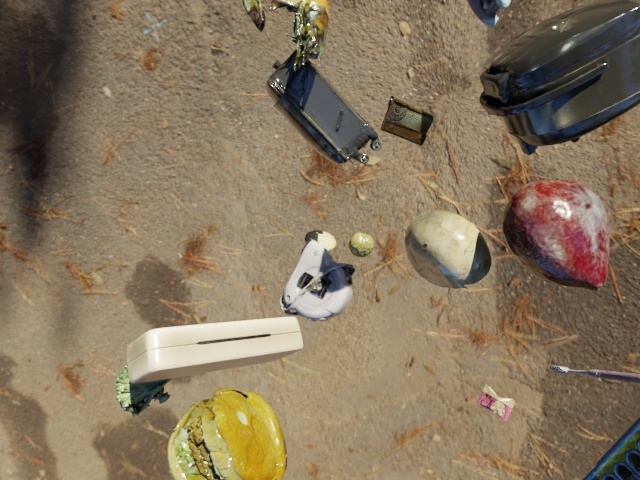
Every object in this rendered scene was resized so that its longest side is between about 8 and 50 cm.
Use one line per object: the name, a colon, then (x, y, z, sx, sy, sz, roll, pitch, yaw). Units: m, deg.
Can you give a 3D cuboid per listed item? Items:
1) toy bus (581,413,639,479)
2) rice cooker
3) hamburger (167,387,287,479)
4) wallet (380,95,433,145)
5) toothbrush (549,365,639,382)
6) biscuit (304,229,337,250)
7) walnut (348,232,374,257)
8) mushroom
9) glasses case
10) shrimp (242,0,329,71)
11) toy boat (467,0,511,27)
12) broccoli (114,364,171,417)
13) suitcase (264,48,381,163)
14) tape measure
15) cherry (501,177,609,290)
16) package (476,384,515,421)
toy bus: (0.586, 0.360, 0.681, 0.138, 0.175, 0.287, -1, 124, -26)
rice cooker: (0.237, -0.158, 0.399, 0.165, 0.112, 0.106, -35, 113, 15)
hamburger: (-0.138, 0.308, 0.627, 0.114, 0.185, 0.177, -29, 125, 14)
wallet: (0.341, -0.460, 1.669, 0.039, 0.243, 0.132, 35, 110, 48)
toothbrush: (0.795, 0.381, 1.224, 0.029, 0.354, 0.024, 14, 76, -12)
biscuit: (0.000, 0.000, 1.973, 0.152, 0.152, 0.020, 22, 130, 9)
walnut: (0.137, 0.015, 1.435, 0.092, 0.092, 0.091, 5, 109, 15)
mushroom: (0.347, -0.002, 1.185, 0.254, 0.195, 0.188, 26, 152, 52)
glasses case: (-0.205, 0.220, 0.881, 0.144, 0.337, 0.076, -33, 63, 42)
shrimp: (-0.097, -0.654, 1.260, 0.273, 0.444, 0.085, 3, 149, -15)
toy boat: (0.525, -0.818, 1.400, 0.085, 0.155, 0.227, -19, 80, -8)
broccoli: (-0.359, 0.304, 0.965, 0.204, 0.118, 0.122, -31, 89, -1)
suitcase: (-0.006, -0.438, 1.475, 0.194, 0.283, 0.434, -44, 106, 4)
tape measure: (-0.002, 0.138, 1.274, 0.197, 0.120, 0.236, 25, 81, 23)
cherry: (0.546, -0.019, 0.988, 0.203, 0.231, 0.300, -39, 61, 44)
package: (0.451, 0.417, 1.106, 0.083, 0.029, 0.059, 24, 81, 35)
